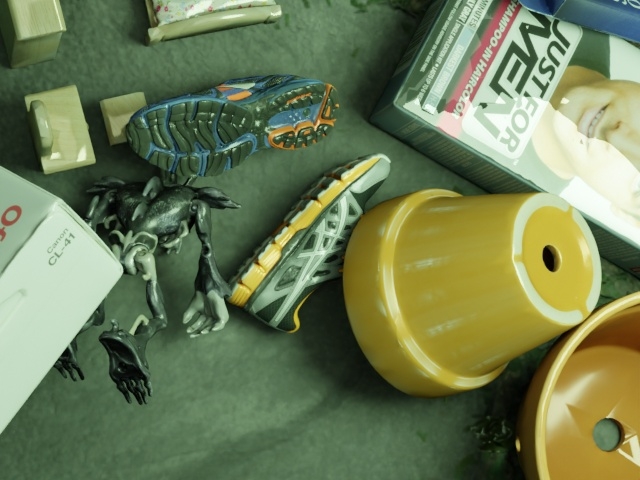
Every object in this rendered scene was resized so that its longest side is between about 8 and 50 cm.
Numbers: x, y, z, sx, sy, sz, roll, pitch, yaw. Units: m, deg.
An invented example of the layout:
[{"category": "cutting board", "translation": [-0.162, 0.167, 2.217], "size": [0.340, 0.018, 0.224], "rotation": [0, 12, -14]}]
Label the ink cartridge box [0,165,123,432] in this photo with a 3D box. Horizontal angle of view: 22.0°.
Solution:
[{"category": "ink cartridge box", "translation": [-0.364, 0.026, 1.466], "size": [0.306, 0.131, 0.226], "rotation": [28, 76, 34]}]

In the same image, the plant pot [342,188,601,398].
[{"category": "plant pot", "translation": [0.158, 0.037, 1.588], "size": [0.205, 0.188, 0.205], "rotation": [15, 67, -40]}]

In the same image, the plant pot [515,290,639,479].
[{"category": "plant pot", "translation": [0.318, 0.197, 1.639], "size": [0.291, 0.203, 0.290], "rotation": [1, 84, -12]}]

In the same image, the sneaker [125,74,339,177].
[{"category": "sneaker", "translation": [-0.093, -0.118, 1.628], "size": [0.221, 0.087, 0.083], "rotation": [-10, 114, -30]}]

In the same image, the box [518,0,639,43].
[{"category": "box", "translation": [0.279, -0.263, 1.683], "size": [0.225, 0.036, 0.136], "rotation": [10, 41, -30]}]

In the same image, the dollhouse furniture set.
[{"category": "dollhouse furniture set", "translation": [-0.133, -0.252, 1.600], "size": [0.356, 0.174, 0.303], "rotation": [-14, 88, -12]}]

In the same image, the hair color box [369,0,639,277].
[{"category": "hair color box", "translation": [0.261, -0.116, 1.701], "size": [0.374, 0.113, 0.185], "rotation": [29, 79, -9]}]

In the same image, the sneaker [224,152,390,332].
[{"category": "sneaker", "translation": [0.000, 0.000, 1.657], "size": [0.083, 0.084, 0.215], "rotation": [43, 88, -8]}]

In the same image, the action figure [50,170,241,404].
[{"category": "action figure", "translation": [-0.174, 0.031, 1.585], "size": [0.164, 0.141, 0.275], "rotation": [11, 43, 13]}]
